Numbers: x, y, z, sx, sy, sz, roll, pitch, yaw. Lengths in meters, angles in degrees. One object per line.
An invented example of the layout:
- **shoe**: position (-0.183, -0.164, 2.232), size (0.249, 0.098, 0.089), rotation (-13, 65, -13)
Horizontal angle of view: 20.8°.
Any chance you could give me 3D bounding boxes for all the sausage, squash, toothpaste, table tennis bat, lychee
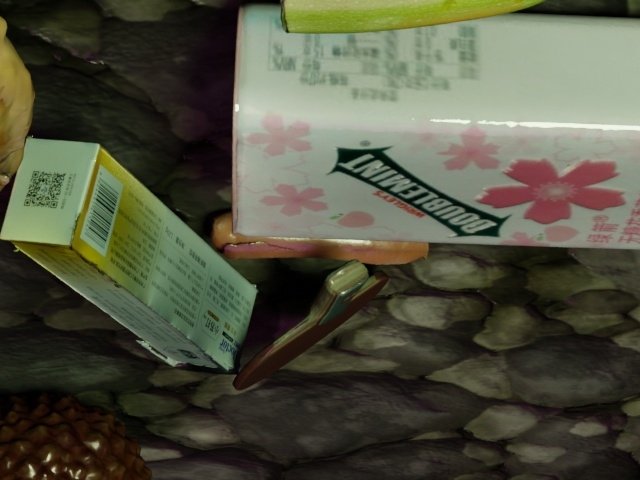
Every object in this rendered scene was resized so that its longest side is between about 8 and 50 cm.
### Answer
- **sausage**: position (0.000, -0.001, 1.392), size (0.176, 0.040, 0.047), rotation (2, 145, -8)
- **squash**: position (0.069, -0.169, 1.036), size (0.188, 0.095, 0.095), rotation (-1, 151, 2)
- **toothpaste**: position (-0.136, 0.020, 1.343), size (0.071, 0.089, 0.313), rotation (4, 160, 22)
- **table tennis bat**: position (-0.002, 0.064, 1.417), size (0.154, 0.021, 0.274), rotation (-34, 172, -17)
- **lychee**: position (-0.283, 0.282, 1.677), size (0.275, 0.276, 0.304), rotation (13, 131, -21)

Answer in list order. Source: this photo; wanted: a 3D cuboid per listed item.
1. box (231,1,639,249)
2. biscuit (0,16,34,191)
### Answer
- **box**: position (0.124, -0.070, 1.187), size (0.369, 0.112, 0.190), rotation (3, 155, 0)
- **biscuit**: position (-0.412, -0.112, 1.137), size (0.446, 0.104, 0.429), rotation (-6, 152, 17)
